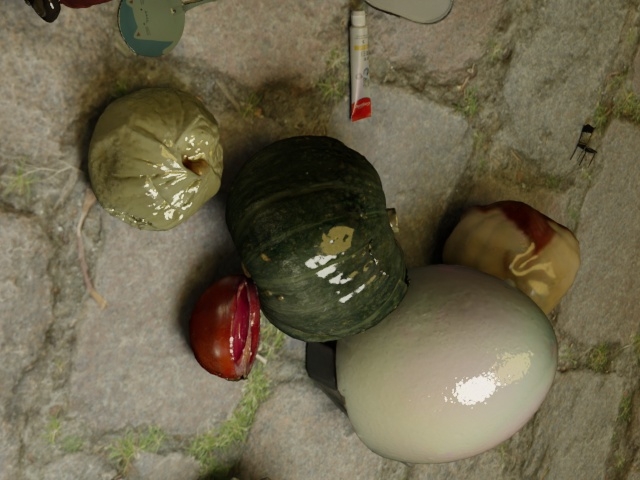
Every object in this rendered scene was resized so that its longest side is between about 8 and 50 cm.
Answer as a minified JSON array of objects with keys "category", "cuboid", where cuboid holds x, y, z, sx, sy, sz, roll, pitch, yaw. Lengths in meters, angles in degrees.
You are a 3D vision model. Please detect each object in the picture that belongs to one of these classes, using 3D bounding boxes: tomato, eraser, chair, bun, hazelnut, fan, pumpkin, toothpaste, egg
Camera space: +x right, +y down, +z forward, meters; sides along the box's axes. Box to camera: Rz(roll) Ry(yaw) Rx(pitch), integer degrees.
[{"category":"tomato","cuboid":[-0.159,0.139,1.760,0.189,0.099,0.173,45,48,-80]},{"category":"eraser","cuboid":[0.078,0.302,2.010,0.061,0.089,0.352,-52,128,-14]},{"category":"chair","cuboid":[0.567,-0.200,2.324,0.042,0.037,0.086,22,92,-30]},{"category":"bun","cuboid":[-0.223,-0.115,1.600,0.220,0.134,0.220,-12,107,-42]},{"category":"hazelnut","cuboid":[0.362,0.045,2.112,0.261,0.241,0.261,-2,104,-9]},{"category":"fan","cuboid":[-0.224,-0.338,1.624,0.175,0.005,0.113,-27,118,-33]},{"category":"pumpkin","cuboid":[0.000,0.000,1.740,0.258,0.291,0.327,-19,137,4]},{"category":"toothpaste","cuboid":[0.067,-0.299,1.872,0.048,0.031,0.190,-21,118,-39]},{"category":"egg","cuboid":[0.250,0.208,1.900,0.355,0.340,0.354,18,68,-51]}]

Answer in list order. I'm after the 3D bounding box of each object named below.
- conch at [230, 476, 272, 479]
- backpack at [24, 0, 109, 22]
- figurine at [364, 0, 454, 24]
[{"category":"conch","cuboid":[-0.138,0.500,1.814,0.297,0.210,0.352,-37,166,-12]},{"category":"backpack","cuboid":[-0.313,-0.394,1.390,0.139,0.229,0.229,-25,117,-38]},{"category":"figurine","cuboid":[0.136,-0.491,1.822,0.250,0.167,0.141,47,47,-25]}]
